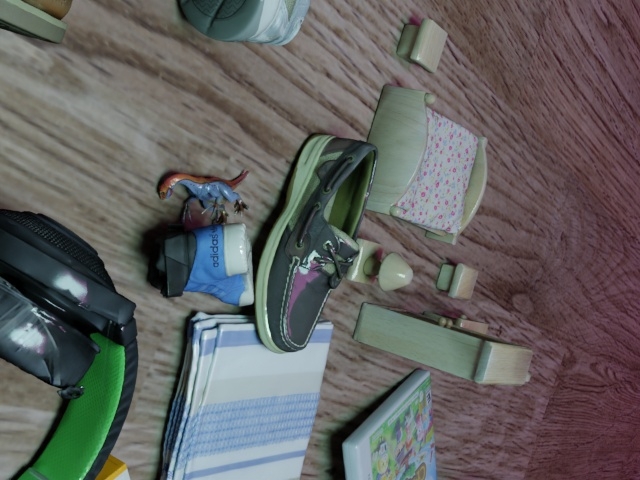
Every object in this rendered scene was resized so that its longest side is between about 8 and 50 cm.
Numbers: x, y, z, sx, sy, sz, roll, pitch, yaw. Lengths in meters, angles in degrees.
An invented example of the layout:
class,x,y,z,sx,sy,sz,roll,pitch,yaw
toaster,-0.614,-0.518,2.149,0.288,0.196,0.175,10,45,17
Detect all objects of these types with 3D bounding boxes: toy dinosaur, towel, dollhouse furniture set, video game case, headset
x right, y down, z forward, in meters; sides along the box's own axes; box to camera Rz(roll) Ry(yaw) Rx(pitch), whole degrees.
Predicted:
class,x,y,z,sx,sy,sz,roll,pitch,yaw
toy dinosaur,-0.103,-0.042,0.764,0.082,0.047,0.090,46,33,-41
towel,-0.081,0.208,0.876,0.209,0.034,0.284,6,99,-54
dollhouse furniture set,0.190,-0.027,1.031,0.303,0.174,0.355,16,90,-55
video game case,0.092,0.288,1.102,0.212,0.023,0.193,-30,119,-56
headset,-0.206,0.083,0.530,0.243,0.185,0.394,-47,148,-33

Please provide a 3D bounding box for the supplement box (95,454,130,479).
class,x,y,z,sx,sy,sz,roll,pitch,yaw
supplement box,-0.186,0.232,0.741,0.062,0.036,0.098,-34,129,-41

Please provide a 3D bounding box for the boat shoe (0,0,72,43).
class,x,y,z,sx,sy,sz,roll,pitch,yaw
boat shoe,-0.238,-0.197,0.440,0.307,0.111,0.104,23,85,-54

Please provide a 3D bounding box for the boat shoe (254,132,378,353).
class,x,y,z,sx,sy,sz,roll,pitch,yaw
boat shoe,0.001,0.000,0.847,0.080,0.074,0.223,37,62,-49

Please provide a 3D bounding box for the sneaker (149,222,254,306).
class,x,y,z,sx,sy,sz,roll,pitch,yaw
sneaker,-0.102,0.023,0.766,0.152,0.085,0.058,94,-8,-76

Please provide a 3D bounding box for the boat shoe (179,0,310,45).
class,x,y,z,sx,sy,sz,roll,pitch,yaw
boat shoe,-0.026,-0.311,0.687,0.103,0.118,0.320,-11,116,-58
